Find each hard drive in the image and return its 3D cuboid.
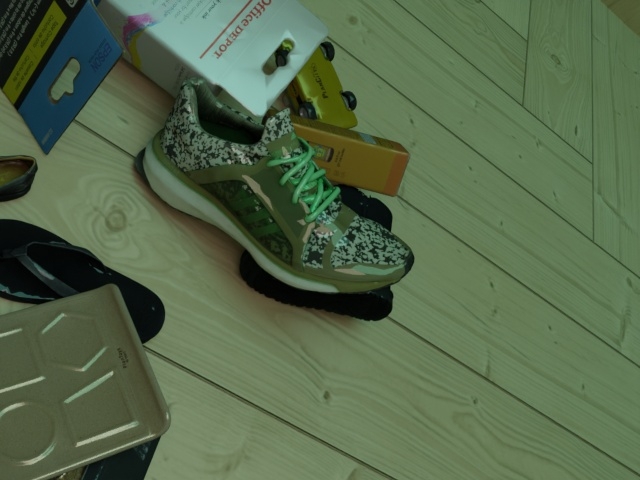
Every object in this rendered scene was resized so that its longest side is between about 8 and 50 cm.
[{"bbox_3d":[-0.216,0.233,0.865,0.094,0.022,0.135,74,25,-46],"label":"hard drive"}]

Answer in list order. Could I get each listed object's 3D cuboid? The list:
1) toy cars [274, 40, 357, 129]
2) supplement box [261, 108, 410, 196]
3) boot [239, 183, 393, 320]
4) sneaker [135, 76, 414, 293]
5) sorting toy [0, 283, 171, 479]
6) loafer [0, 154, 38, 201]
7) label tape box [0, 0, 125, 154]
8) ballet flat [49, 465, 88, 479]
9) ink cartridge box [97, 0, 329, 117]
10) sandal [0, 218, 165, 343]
[{"bbox_3d":[-0.105,-0.304,1.263,0.393,0.087,0.177,31,62,-17],"label":"toy cars"},{"bbox_3d":[0.016,-0.139,1.211,0.233,0.078,0.080,13,21,-16],"label":"supplement box"},{"bbox_3d":[0.000,0.000,1.171,0.246,0.094,0.207,17,46,-18],"label":"boot"},{"bbox_3d":[-0.053,-0.077,1.015,0.410,0.182,0.158,28,42,6],"label":"sneaker"},{"bbox_3d":[-0.288,0.156,0.820,0.208,0.038,0.193,-18,62,-23],"label":"sorting toy"},{"bbox_3d":[-0.408,-0.068,0.889,0.170,0.061,0.062,-28,86,-44],"label":"loafer"},{"bbox_3d":[-0.353,-0.313,0.951,0.334,0.240,0.106,55,43,-2],"label":"label tape box"},{"bbox_3d":[-0.258,0.197,0.871,0.067,0.073,0.206,58,40,-38],"label":"ballet flat"},{"bbox_3d":[-0.187,-0.328,1.107,0.353,0.119,0.207,38,66,-7],"label":"ink cartridge box"},{"bbox_3d":[-0.297,0.041,0.923,0.254,0.054,0.097,26,51,-26],"label":"sandal"}]
